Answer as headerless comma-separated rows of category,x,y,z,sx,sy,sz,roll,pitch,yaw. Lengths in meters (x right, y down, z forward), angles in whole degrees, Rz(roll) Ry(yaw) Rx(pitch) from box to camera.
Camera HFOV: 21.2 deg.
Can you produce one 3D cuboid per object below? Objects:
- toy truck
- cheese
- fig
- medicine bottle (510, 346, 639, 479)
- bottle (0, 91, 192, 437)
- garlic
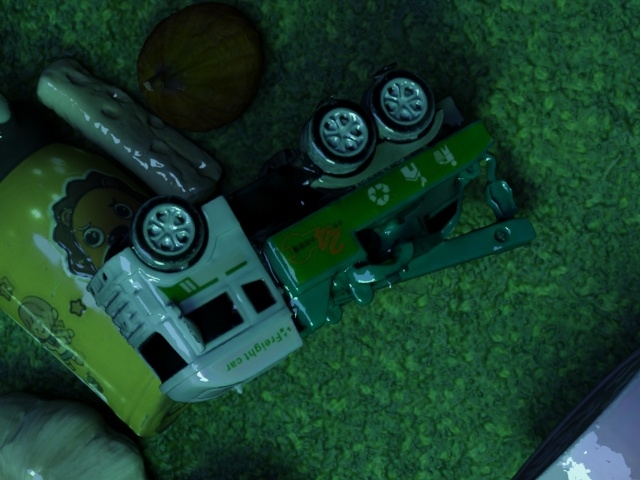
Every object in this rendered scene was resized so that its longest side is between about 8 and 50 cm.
toy truck,-0.005,-0.006,1.411,0.363,0.176,0.178,-26,85,-21
cheese,-0.176,-0.099,1.568,0.194,0.065,0.043,37,135,10
fig,-0.127,-0.151,1.511,0.119,0.153,0.119,11,106,45
medicine bottle,0.327,0.262,1.408,0.325,0.212,0.212,45,108,4
bottle,-0.229,0.005,1.544,0.351,0.171,0.171,40,107,6
garlic,-0.274,0.258,1.581,0.218,0.212,0.218,5,103,21
